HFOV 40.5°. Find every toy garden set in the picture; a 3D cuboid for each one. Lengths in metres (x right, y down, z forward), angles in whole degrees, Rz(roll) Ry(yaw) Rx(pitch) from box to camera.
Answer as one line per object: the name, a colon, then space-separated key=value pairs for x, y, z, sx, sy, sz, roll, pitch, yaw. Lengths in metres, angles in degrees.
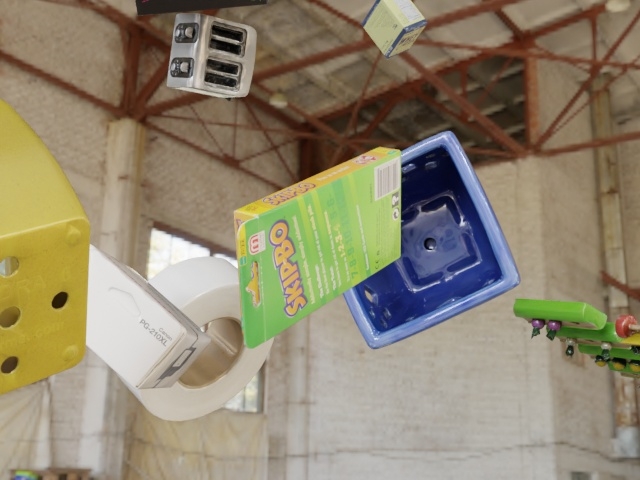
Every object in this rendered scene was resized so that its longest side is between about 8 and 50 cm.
toy garden set: x=0.381 y=0.142 z=1.046 sx=0.244 sy=0.049 sz=0.204 roll=28 pitch=-16 yaw=-31

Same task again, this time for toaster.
toaster: x=-0.238 y=-0.407 z=1.943 sx=0.186 sy=0.168 sz=0.110 roll=6 pitch=6 yaw=-38

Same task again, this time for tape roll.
tape roll: x=-0.216 y=0.173 z=1.512 sx=0.100 sy=0.286 sz=0.286 roll=36 pitch=7 yaw=37

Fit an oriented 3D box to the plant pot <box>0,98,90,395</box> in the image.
plant pot: x=-0.304 y=0.024 z=0.712 sx=0.187 sy=0.212 sz=0.212 roll=29 pitch=32 yaw=33

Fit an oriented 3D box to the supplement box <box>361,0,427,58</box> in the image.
supplement box: x=0.132 y=-0.388 z=1.552 sx=0.056 sy=0.083 sz=0.083 roll=-29 pitch=-12 yaw=-32

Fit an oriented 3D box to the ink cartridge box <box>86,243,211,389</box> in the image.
ink cartridge box: x=-0.255 y=0.111 z=1.180 sx=0.172 sy=0.100 sz=0.237 roll=40 pitch=-7 yaw=6

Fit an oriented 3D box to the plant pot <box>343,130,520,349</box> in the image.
plant pot: x=0.150 y=0.000 z=1.272 sx=0.236 sy=0.236 sz=0.212 roll=-26 pitch=-6 yaw=16

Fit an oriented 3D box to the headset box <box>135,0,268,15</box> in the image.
headset box: x=-0.229 y=-0.574 z=1.663 sx=0.283 sy=0.131 sz=0.246 roll=-7 pitch=-33 yaw=-8

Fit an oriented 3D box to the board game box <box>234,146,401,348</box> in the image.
board game box: x=0.000 y=0.000 z=0.846 sx=0.039 sy=0.124 sz=0.259 roll=12 pitch=26 yaw=32
